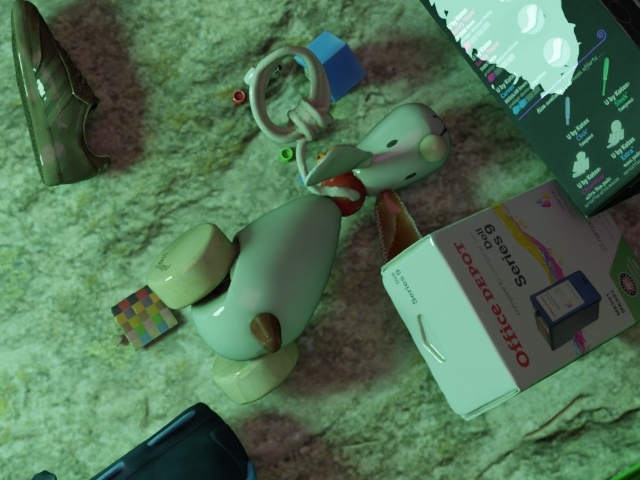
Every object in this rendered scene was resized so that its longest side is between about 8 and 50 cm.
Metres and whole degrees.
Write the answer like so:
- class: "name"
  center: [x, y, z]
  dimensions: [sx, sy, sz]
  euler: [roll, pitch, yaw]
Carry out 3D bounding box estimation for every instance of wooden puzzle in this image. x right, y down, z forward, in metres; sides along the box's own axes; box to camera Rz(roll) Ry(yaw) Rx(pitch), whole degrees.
- class: "wooden puzzle"
  center: [-0.169, 0.073, 1.241]
  dimensions: [0.083, 0.006, 0.049]
  euler: [-33, 81, -5]

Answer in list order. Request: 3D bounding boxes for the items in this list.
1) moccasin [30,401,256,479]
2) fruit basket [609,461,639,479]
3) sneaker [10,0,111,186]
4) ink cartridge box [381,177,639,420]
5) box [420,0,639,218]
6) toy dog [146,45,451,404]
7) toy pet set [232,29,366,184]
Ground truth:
- class: "moccasin"
  center: [-0.227, 0.260, 1.161]
  dimensions: [0.342, 0.138, 0.117]
  euler: [-25, 75, -18]
- class: "fruit basket"
  center: [0.417, 0.246, 1.018]
  dimensions: [0.392, 0.392, 0.283]
  euler: [-31, 80, -4]
- class: "sneaker"
  center: [-0.257, -0.147, 1.264]
  dimensions: [0.071, 0.066, 0.188]
  euler: [-11, 84, -18]
- class: "ink cartridge box"
  center: [0.181, 0.044, 1.148]
  dimensions: [0.212, 0.093, 0.154]
  euler: [-22, 78, -35]
- class: "box"
  center: [0.243, -0.180, 1.171]
  dimensions: [0.270, 0.165, 0.143]
  euler: [54, 128, 12]
- class: "toy dog"
  center: [0.000, 0.000, 1.157]
  dimensions: [0.220, 0.161, 0.334]
  euler: [31, 85, -29]
- class: "toy pet set"
  center: [-0.011, -0.138, 1.247]
  dimensions: [0.114, 0.065, 0.122]
  euler: [-41, 82, -6]
